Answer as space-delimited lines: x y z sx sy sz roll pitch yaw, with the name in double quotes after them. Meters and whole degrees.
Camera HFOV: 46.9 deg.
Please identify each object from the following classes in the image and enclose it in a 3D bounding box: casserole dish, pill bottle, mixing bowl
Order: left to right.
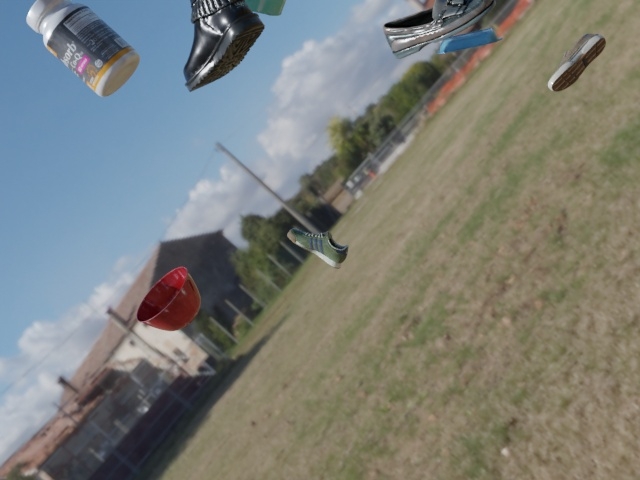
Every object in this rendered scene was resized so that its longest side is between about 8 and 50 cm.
-0.640 -0.535 1.993 0.162 0.278 0.162 -48 5 6 "pill bottle"
-0.376 0.166 1.907 0.181 0.098 0.181 -35 27 21 "mixing bowl"
0.423 -0.573 2.111 0.189 0.036 0.114 -8 19 16 "casserole dish"

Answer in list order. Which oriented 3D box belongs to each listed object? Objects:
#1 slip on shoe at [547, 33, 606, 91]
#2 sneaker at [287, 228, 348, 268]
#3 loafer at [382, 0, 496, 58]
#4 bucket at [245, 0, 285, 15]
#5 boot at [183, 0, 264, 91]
0.463 -0.329 1.356 0.135 0.041 0.051 -47 -39 1 "slip on shoe"
0.000 0.000 2.243 0.086 0.192 0.064 -58 -2 22 "sneaker"
0.250 -0.483 1.615 0.268 0.084 0.096 -18 30 42 "loafer"
-0.204 -0.781 2.141 0.281 0.281 0.183 -52 -17 -65 "bucket"
-0.291 -0.555 1.838 0.131 0.260 0.348 -32 -1 -41 "boot"
